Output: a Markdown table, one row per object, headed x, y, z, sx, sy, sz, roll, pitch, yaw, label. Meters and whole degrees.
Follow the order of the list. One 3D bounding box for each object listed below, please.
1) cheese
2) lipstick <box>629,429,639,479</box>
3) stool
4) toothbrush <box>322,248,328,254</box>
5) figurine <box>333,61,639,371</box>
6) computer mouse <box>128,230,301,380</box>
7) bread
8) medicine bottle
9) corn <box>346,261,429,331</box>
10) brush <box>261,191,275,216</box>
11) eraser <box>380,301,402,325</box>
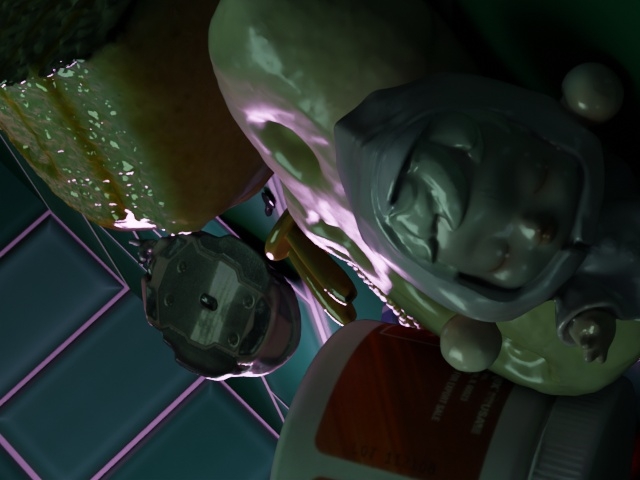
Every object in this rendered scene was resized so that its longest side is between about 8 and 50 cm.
| x | y | z | sx | sy | sz | roll | pitch | yaw | label |
| --- | --- | --- | --- | --- | --- | --- | --- | --- | --- |
| 0.092 | -0.039 | 1.008 | 0.328 | 0.129 | 0.351 | 34 | 163 | 28 | cheese |
| 0.239 | 0.183 | 1.325 | 0.279 | 0.073 | 0.073 | 29 | 158 | 54 | lipstick |
| 0.019 | 0.006 | 1.421 | 0.110 | 0.134 | 0.135 | 43 | -148 | 13 | stool |
| 0.002 | 0.002 | 1.660 | 0.031 | 0.023 | 0.321 | 44 | 168 | 1 | toothbrush |
| 0.137 | -0.010 | 0.874 | 0.276 | 0.200 | 0.133 | 24 | -171 | -11 | figurine |
| -0.152 | 0.086 | 2.075 | 0.389 | 0.199 | 0.115 | 28 | -177 | 43 | computer mouse |
| -0.142 | -0.139 | 1.240 | 0.264 | 0.239 | 0.395 | 49 | 167 | -28 | bread |
| 0.109 | 0.205 | 1.155 | 0.240 | 0.252 | 0.252 | 10 | 152 | 21 | medicine bottle |
| 0.089 | 0.030 | 1.295 | 0.320 | 0.097 | 0.097 | 48 | 168 | 3 | corn |
| -0.064 | -0.043 | 1.772 | 0.024 | 0.008 | 0.083 | 43 | 168 | 10 | brush |
| 0.145 | 0.151 | 1.610 | 0.225 | 0.036 | 0.082 | 47 | 167 | 1 | eraser |
